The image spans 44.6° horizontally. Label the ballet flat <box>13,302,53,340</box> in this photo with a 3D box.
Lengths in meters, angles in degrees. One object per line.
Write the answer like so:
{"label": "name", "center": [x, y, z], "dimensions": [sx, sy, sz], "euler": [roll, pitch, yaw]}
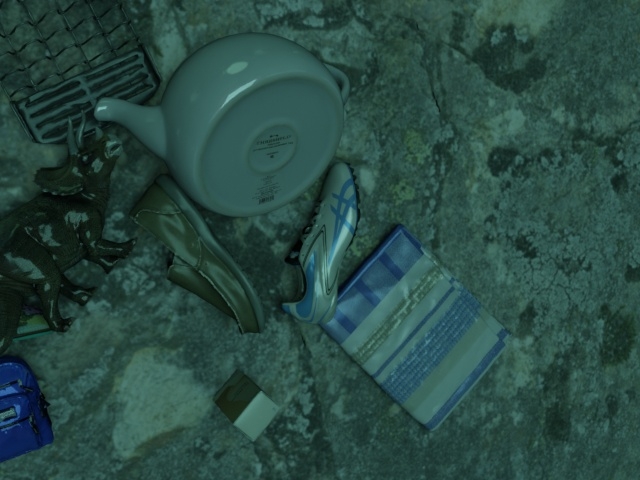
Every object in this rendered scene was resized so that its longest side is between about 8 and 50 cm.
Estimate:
{"label": "ballet flat", "center": [-0.438, 0.100, 0.946], "dimensions": [0.221, 0.077, 0.079], "euler": [-13, 96, -16]}

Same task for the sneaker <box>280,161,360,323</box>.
{"label": "sneaker", "center": [0.000, 0.000, 1.110], "dimensions": [0.086, 0.085, 0.237], "euler": [13, 87, -15]}

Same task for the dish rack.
{"label": "dish rack", "center": [-0.325, -0.262, 0.958], "dimensions": [0.208, 0.074, 0.271], "euler": [-30, 105, -16]}

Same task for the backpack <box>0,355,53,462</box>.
{"label": "backpack", "center": [-0.386, 0.205, 0.961], "dimensions": [0.098, 0.101, 0.120], "euler": [-18, 98, -27]}

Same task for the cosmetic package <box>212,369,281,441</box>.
{"label": "cosmetic package", "center": [-0.103, 0.223, 1.068], "dimensions": [0.041, 0.115, 0.060], "euler": [45, 78, -19]}

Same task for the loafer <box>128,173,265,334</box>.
{"label": "loafer", "center": [-0.165, 0.032, 1.047], "dimensions": [0.087, 0.094, 0.251], "euler": [-37, 98, -10]}

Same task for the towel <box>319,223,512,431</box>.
{"label": "towel", "center": [0.148, 0.137, 1.208], "dimensions": [0.285, 0.034, 0.209], "euler": [45, 80, -17]}

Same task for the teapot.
{"label": "teapot", "center": [-0.102, -0.168, 1.003], "dimensions": [0.252, 0.187, 0.256], "euler": [-47, 143, 8]}

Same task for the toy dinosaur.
{"label": "toy dinosaur", "center": [-0.335, 0.011, 0.956], "dimensions": [0.160, 0.121, 0.313], "euler": [40, 73, -13]}
